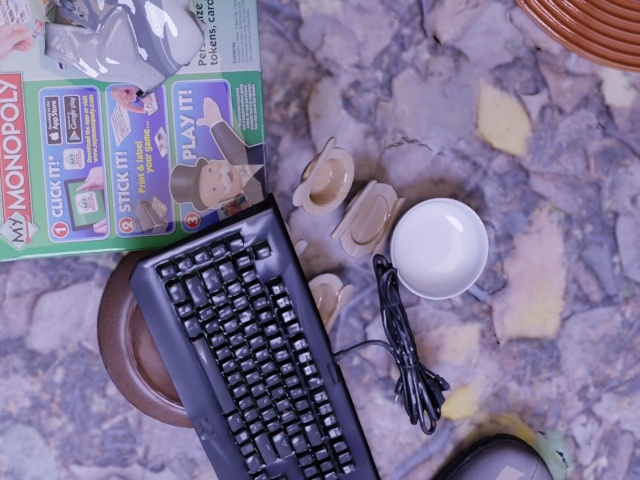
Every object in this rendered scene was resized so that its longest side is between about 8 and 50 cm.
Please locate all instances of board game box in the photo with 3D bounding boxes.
[{"bbox_3d":[-0.153,-0.149,1.015,0.213,0.046,0.317,-4,93,-13],"label":"board game box"}]

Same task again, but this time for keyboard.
[{"bbox_3d":[-0.004,0.103,1.042,0.201,0.033,0.317,-26,125,-9],"label":"keyboard"}]

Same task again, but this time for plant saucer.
[{"bbox_3d":[-0.091,0.069,1.076,0.168,0.029,0.168,-1,96,-13],"label":"plant saucer"}]

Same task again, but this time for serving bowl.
[{"bbox_3d":[0.094,0.006,1.115,0.083,0.027,0.083,-2,96,-14],"label":"serving bowl"}]

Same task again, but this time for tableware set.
[{"bbox_3d":[0.000,0.000,1.050,0.141,0.020,0.169,-57,143,-4],"label":"tableware set"}]

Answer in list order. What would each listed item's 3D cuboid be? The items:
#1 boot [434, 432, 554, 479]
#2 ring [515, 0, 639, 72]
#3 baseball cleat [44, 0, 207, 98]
[{"bbox_3d":[0.116,0.328,1.055,0.118,0.223,0.338,28,89,-15],"label":"boot"},{"bbox_3d":[0.287,-0.307,1.127,0.337,0.032,0.336,-1,96,-13],"label":"ring"},{"bbox_3d":[-0.168,-0.186,0.936,0.109,0.072,0.206,-44,111,-8],"label":"baseball cleat"}]
